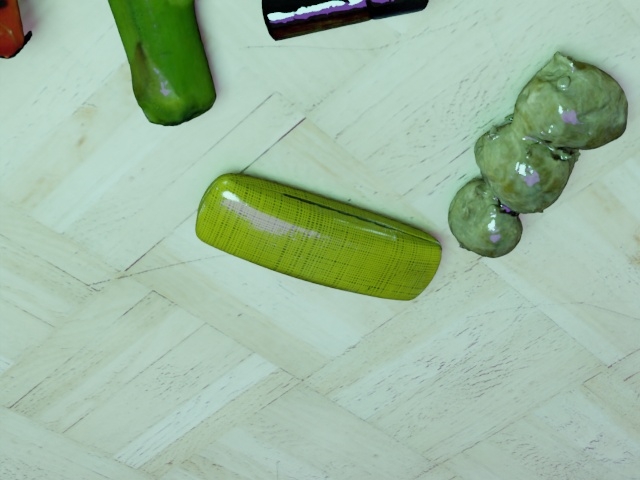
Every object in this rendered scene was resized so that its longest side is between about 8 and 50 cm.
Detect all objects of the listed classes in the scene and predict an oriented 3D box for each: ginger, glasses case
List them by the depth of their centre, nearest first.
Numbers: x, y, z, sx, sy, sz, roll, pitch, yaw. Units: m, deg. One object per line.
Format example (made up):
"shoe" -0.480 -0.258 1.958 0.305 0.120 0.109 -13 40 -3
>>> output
"ginger" 0.181 -0.064 0.779 0.104 0.080 0.204 19 125 -28
"glasses case" 0.000 0.000 0.826 0.234 0.064 0.079 17 126 -19

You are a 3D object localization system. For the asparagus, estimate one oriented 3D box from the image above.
"asparagus" -0.133 -0.203 0.638 0.067 0.060 0.277 -5 132 12

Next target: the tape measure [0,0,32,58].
"tape measure" -0.311 -0.189 0.527 0.114 0.253 0.260 23 132 28

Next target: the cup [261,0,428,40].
"cup" 0.014 -0.238 0.596 0.177 0.239 0.165 -2 90 -12
